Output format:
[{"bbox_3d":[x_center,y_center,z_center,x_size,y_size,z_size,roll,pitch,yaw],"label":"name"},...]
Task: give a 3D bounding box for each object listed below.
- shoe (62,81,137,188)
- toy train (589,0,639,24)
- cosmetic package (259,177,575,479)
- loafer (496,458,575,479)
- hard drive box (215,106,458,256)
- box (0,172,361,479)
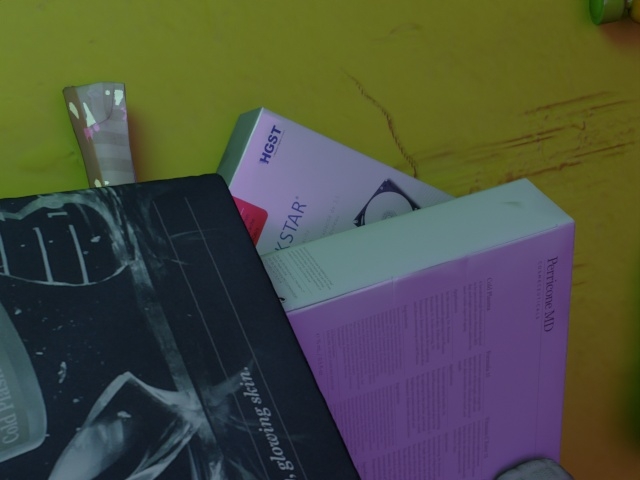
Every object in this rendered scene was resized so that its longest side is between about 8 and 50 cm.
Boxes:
[{"bbox_3d":[-0.187,-0.043,1.131,0.058,0.076,0.219,-15,94,-12],"label":"shoe"},{"bbox_3d":[0.355,-0.252,1.296,0.143,0.105,0.248,-6,93,-7],"label":"toy train"},{"bbox_3d":[0.087,0.153,1.130,0.284,0.097,0.377,-15,126,-16],"label":"cosmetic package"},{"bbox_3d":[0.220,0.361,1.202,0.112,0.111,0.319,-19,127,-16],"label":"loafer"},{"bbox_3d":[0.000,0.000,1.187,0.232,0.089,0.181,23,84,-17],"label":"hard drive box"},{"bbox_3d":[-0.232,0.240,0.859,0.471,0.297,0.480,-10,58,-28],"label":"box"}]
